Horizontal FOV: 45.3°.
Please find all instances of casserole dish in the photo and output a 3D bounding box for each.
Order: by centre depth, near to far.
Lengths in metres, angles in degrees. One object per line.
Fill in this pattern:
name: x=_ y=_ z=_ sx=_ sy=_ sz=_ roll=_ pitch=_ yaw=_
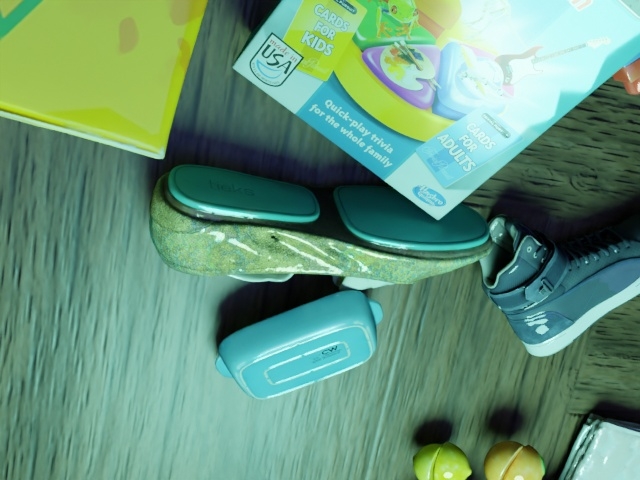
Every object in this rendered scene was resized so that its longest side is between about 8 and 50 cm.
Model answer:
casserole dish: x=-0.018 y=0.117 z=0.813 sx=0.188 sy=0.037 sz=0.114 roll=-21 pitch=141 yaw=-1

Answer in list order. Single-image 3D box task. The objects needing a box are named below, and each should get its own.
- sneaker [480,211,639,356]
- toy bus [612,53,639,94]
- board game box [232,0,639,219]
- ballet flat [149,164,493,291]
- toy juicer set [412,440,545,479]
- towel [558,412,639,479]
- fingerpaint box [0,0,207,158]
sneaker: x=0.283 y=0.007 z=0.858 sx=0.226 sy=0.086 sz=0.163 roll=-42 pitch=114 yaw=3
toy bus: x=0.301 y=-0.261 z=0.742 sx=0.220 sy=0.149 sz=0.211 roll=-37 pitch=110 yaw=-1
board game box: x=0.120 y=-0.201 z=0.656 sx=0.254 sy=0.079 sz=0.336 roll=34 pitch=130 yaw=-15
ballet flat: x=0.000 y=0.000 z=0.783 sx=0.349 sy=0.123 sz=0.123 roll=6 pitch=105 yaw=-16
toy juicer set: x=0.137 y=0.351 z=0.907 sx=0.329 sy=0.089 sz=0.209 roll=-22 pitch=107 yaw=4
towel: x=0.427 y=0.409 z=1.037 sx=0.317 sy=0.053 sz=0.331 roll=18 pitch=101 yaw=-17
fingerpaint box: x=-0.128 y=-0.283 z=0.475 sx=0.163 sy=0.445 sz=0.371 roll=15 pitch=102 yaw=-18
